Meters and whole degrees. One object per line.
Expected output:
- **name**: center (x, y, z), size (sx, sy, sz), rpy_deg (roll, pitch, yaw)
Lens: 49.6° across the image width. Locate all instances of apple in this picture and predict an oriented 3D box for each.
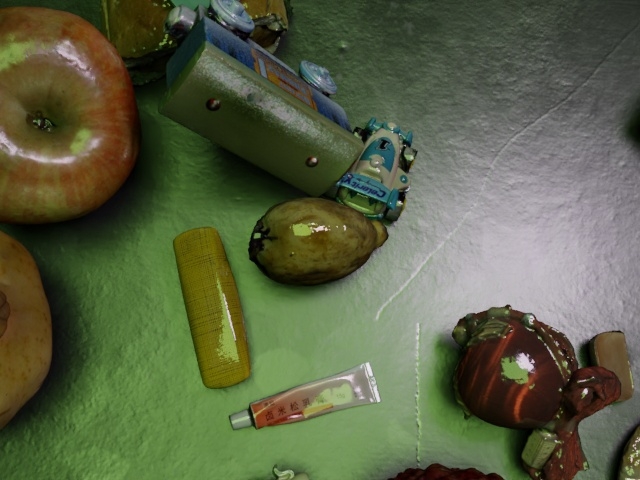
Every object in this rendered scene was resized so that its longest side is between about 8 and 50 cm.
- **apple**: center (-0.400, -0.165, 0.958), size (0.302, 0.301, 0.301), rpy_deg (0, 77, -1)

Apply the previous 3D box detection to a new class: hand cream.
- **hand cream**: center (-0.022, 0.231, 0.983), size (0.216, 0.038, 0.052), rpy_deg (-15, 105, -9)

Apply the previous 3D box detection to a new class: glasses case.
- **glasses case**: center (-0.154, 0.094, 0.992), size (0.079, 0.064, 0.234), rpy_deg (-14, 78, -3)

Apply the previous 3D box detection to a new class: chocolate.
- **chocolate**: center (0.419, 0.183, 1.003), size (0.065, 0.031, 0.100), rpy_deg (-6, 80, -21)

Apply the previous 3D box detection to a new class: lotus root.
- **lotus root**: center (0.000, 0.000, 0.986), size (0.214, 0.138, 0.138), rpy_deg (-6, 77, -14)

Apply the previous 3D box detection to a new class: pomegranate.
- **pomegranate**: center (-0.484, 0.108, 0.849), size (0.343, 0.342, 0.342), rpy_deg (0, 77, -1)

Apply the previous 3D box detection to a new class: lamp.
- **lamp**: center (0.265, 0.202, 0.930), size (0.151, 0.215, 0.223), rpy_deg (-13, 39, -35)

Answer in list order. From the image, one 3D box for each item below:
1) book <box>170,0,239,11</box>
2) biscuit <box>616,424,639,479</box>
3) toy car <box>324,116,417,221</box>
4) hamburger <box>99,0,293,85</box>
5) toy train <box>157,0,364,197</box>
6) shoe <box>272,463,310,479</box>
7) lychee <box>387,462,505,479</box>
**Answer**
- **book**: center (-0.154, -0.373, 0.994), size (0.135, 0.017, 0.103), rpy_deg (-37, 80, -9)
- **biscuit**: center (0.549, 0.286, 0.978), size (0.290, 0.038, 0.141), rpy_deg (-3, 76, -4)
- **toy car**: center (0.086, -0.114, 1.031), size (0.126, 0.098, 0.161), rpy_deg (24, 79, 2)
- **hamburger**: center (-0.200, -0.374, 1.071), size (0.309, 0.132, 0.211), rpy_deg (-16, 80, -3)
- **toy train**: center (-0.079, -0.202, 0.951), size (0.300, 0.131, 0.201), rpy_deg (26, 32, -32)
- **shoe**: center (-0.016, 0.416, 0.880), size (0.128, 0.140, 0.262), rpy_deg (-36, 72, 4)
- **lychee**: center (0.160, 0.404, 0.833), size (0.300, 0.264, 0.264), rpy_deg (0, 76, -21)
